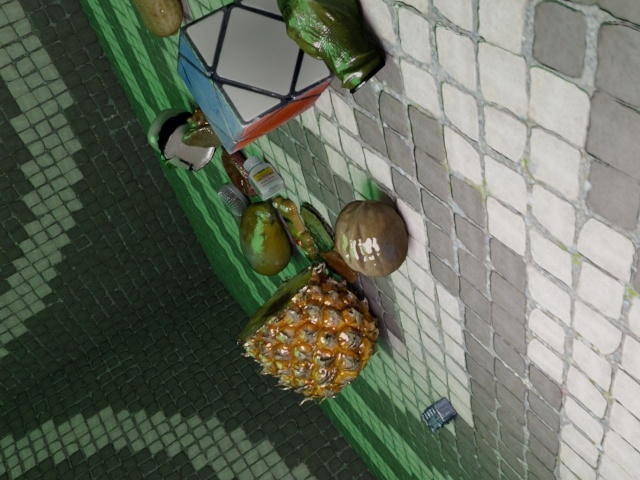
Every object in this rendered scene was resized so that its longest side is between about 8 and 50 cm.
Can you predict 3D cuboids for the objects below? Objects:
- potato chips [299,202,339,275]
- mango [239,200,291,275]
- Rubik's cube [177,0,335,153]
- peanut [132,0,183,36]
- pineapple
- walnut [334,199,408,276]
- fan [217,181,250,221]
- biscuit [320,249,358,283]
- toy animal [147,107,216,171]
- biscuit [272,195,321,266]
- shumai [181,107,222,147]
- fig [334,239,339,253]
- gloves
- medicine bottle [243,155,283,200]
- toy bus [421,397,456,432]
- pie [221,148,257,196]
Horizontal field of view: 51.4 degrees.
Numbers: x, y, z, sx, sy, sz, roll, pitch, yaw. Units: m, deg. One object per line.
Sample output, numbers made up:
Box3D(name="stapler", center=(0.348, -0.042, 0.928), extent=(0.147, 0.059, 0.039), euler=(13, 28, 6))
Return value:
Box3D(name="potato chips", center=(0.004, -0.002, 1.796), extent=(0.202, 0.029, 0.219), euler=(46, 159, 38))
Box3D(name="mango", center=(-0.181, -0.009, 2.139), extent=(0.193, 0.146, 0.316), euler=(40, 152, 28))
Box3D(name="Rubik's cube", center=(-0.127, -0.312, 1.230), extent=(0.205, 0.207, 0.205), euler=(57, 166, -3))
Box3D(name="peanut", center=(-0.424, -0.624, 1.718), extent=(0.137, 0.122, 0.253), euler=(58, 172, 36))
Box3D(name="pineapple", center=(-0.019, 0.248, 1.748), extent=(0.300, 0.352, 0.352), euler=(41, 166, -4))
Box3D(name="walnut", center=(0.098, -0.003, 1.283), extent=(0.140, 0.140, 0.162), euler=(31, 135, 59))
Box3D(name="fan", center=(-0.310, -0.132, 2.446), extent=(0.130, 0.074, 0.244), euler=(43, 167, 11))
Box3D(name="biscuit", center=(0.058, 0.067, 1.726), extent=(0.119, 0.019, 0.130), euler=(20, 154, 42))
Box3D(name="toy animal", center=(-0.477, -0.342, 2.273), extent=(0.267, 0.213, 0.212), euler=(24, 144, 58))
Box3D(name="biscuit", center=(-0.067, -0.022, 1.958), extent=(0.240, 0.035, 0.158), euler=(62, 167, -15))
Box3D(name="shumai", center=(-0.363, -0.358, 2.090), extent=(0.145, 0.146, 0.116), euler=(115, 145, -72))
Box3D(name="fig", center=(0.055, -0.006, 1.593), extent=(0.050, 0.050, 0.083), euler=(31, 131, 59))
Box3D(name="gloves", center=(-0.002, -0.344, 0.988), extent=(0.135, 0.107, 0.268), euler=(-34, 86, 44))
Box3D(name="medicine bottle", center=(-0.163, -0.179, 1.863), extent=(0.118, 0.074, 0.055), euler=(53, 165, 21))
Box3D(name="toy bus", center=(0.303, 0.449, 1.707), extent=(0.065, 0.047, 0.166), euler=(58, 164, 19))
Box3D(name="pie", center=(-0.255, -0.217, 2.128), extent=(0.182, 0.050, 0.182), euler=(46, 160, 22))
